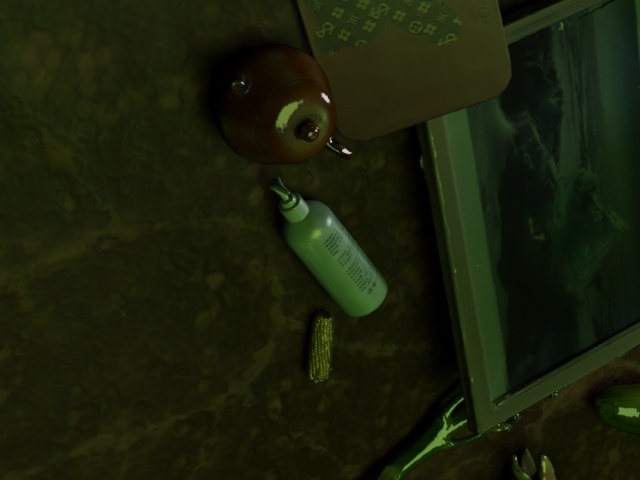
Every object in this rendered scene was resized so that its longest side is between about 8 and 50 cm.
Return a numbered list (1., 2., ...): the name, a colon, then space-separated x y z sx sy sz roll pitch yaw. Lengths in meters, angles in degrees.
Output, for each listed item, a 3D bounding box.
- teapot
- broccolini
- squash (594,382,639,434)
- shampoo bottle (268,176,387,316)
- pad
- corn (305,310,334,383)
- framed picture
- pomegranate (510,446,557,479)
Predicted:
1. teapot: -0.030 -0.112 1.361 0.173 0.116 0.116 30 98 -43
2. broccolini: 0.130 0.252 1.712 0.392 0.074 0.079 -44 125 -6
3. squash: 0.443 0.205 1.905 0.258 0.069 0.069 -2 118 -33
4. shampoo bottle: 0.000 0.000 1.486 0.056 0.056 0.195 -43 131 -5
5. pad: 0.069 -0.220 1.380 0.181 0.004 0.267 -19 123 0
6. corn: 0.001 0.112 1.573 0.028 0.027 0.083 -14 122 -38
7. framed picture: 0.257 -0.043 1.603 0.326 0.028 0.446 -26 121 -23
8. pomegranate: 0.272 0.376 1.811 0.198 0.198 0.246 -24 124 -21
